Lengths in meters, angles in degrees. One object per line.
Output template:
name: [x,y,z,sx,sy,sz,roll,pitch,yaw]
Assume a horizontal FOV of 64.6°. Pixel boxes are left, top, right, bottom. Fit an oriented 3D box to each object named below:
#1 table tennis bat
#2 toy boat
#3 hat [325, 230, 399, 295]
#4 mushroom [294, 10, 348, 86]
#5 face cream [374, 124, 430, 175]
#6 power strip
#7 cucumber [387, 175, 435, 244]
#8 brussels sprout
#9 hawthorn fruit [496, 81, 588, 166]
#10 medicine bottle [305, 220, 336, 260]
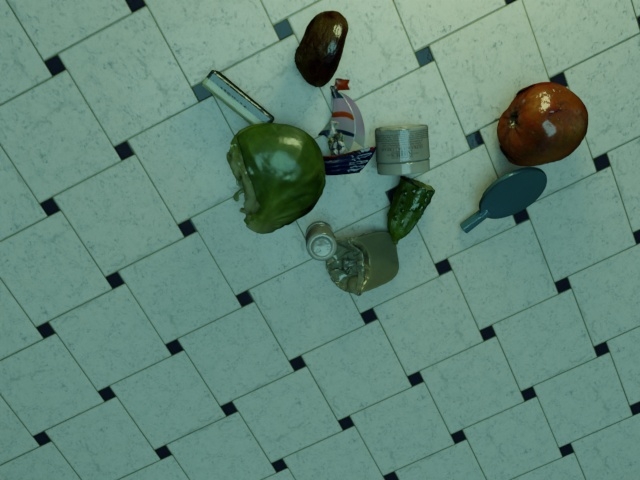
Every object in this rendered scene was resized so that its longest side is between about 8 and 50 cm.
table tennis bat: [0.630,-0.135,1.759,0.329,0.044,0.215,-38,137,24]
toy boat: [0.093,-0.358,1.671,0.219,0.072,0.318,23,105,23]
hat: [0.151,0.072,1.826,0.245,0.149,0.214,-16,103,-36]
mushroom: [-0.002,-0.599,1.565,0.138,0.194,0.231,14,94,-7]
face cream: [0.269,-0.301,1.667,0.177,0.177,0.153,-7,105,-1]
power strip: [-0.259,-0.444,1.639,0.257,0.105,0.070,37,102,-11]
cucumber: [0.298,-0.097,1.760,0.134,0.134,0.244,17,108,-7]
brussels sprout: [-0.132,-0.197,1.610,0.315,0.276,0.371,-2,133,-17]
hawthorn fruit: [0.744,-0.372,1.642,0.307,0.276,0.276,-2,106,-19]
medicine bottle: [0.000,0.000,1.742,0.105,0.168,0.105,-1,106,-3]
